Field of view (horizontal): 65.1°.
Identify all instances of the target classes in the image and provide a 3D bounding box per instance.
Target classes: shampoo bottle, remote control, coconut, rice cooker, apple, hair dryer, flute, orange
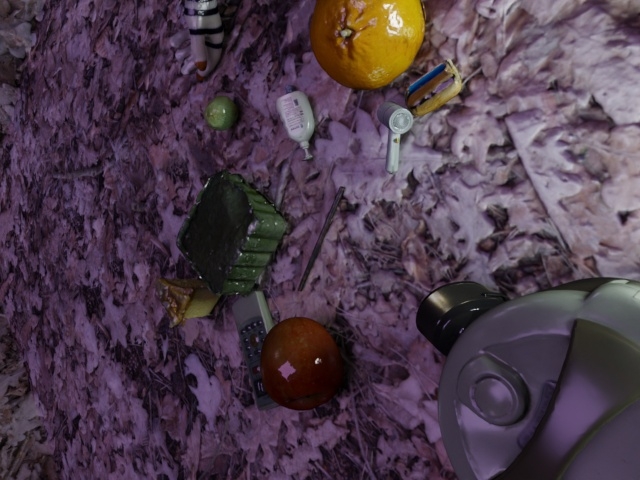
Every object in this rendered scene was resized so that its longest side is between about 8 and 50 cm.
[{"bbox_3d":[-0.046,-0.254,1.129,0.077,0.045,0.151,-18,88,17],"label":"shampoo bottle"},{"bbox_3d":[-0.149,0.269,1.238,0.123,0.038,0.285,-30,71,38],"label":"remote control"},{"bbox_3d":[-0.256,-0.329,1.297,0.088,0.096,0.087,8,125,11],"label":"coconut"},{"bbox_3d":[0.236,0.128,0.819,0.106,0.166,0.112,40,123,45],"label":"rice cooker"},{"bbox_3d":[0.338,0.206,0.619,0.335,0.326,0.334,1,91,42],"label":"rice cooker"},{"bbox_3d":[-0.041,0.262,1.059,0.181,0.181,0.168,-50,38,30],"label":"apple"},{"bbox_3d":[0.139,-0.194,0.970,0.082,0.047,0.137,-115,22,-63],"label":"hair dryer"},{"bbox_3d":[0.000,0.000,1.120,0.014,0.014,0.269,36,114,35],"label":"flute"},{"bbox_3d":[0.083,-0.394,0.932,0.220,0.193,0.219,0,90,24],"label":"orange"}]

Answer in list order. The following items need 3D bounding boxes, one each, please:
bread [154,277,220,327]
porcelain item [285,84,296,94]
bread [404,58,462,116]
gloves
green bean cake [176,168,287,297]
[{"bbox_3d":[-0.355,0.138,1.344,0.152,0.147,0.127,47,117,27],"label":"bread"},{"bbox_3d":[-0.072,-0.318,1.168,0.036,0.028,0.083,5,95,39],"label":"porcelain item"},{"bbox_3d":[0.204,-0.271,0.913,0.106,0.053,0.072,-31,47,35],"label":"bread"},{"bbox_3d":[-0.314,-0.538,1.331,0.140,0.131,0.218,37,145,33],"label":"gloves"},{"bbox_3d":[-0.219,-0.021,1.234,0.241,0.132,0.254,44,113,37],"label":"green bean cake"}]
